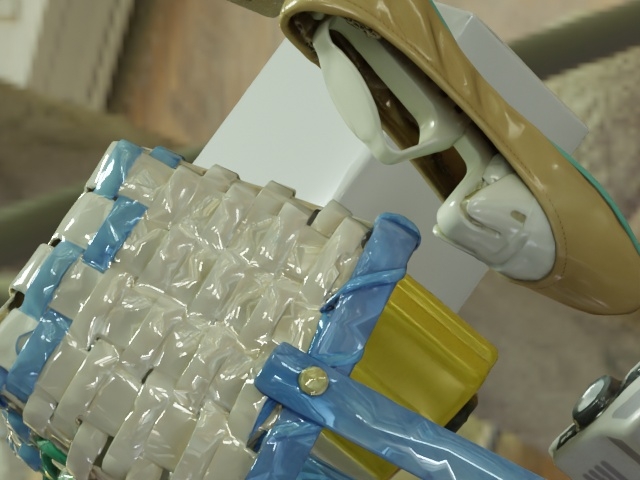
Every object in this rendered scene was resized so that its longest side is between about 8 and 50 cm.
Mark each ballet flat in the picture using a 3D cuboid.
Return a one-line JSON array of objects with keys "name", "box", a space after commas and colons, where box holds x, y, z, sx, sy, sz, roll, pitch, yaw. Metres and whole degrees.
[{"name": "ballet flat", "box": [0.063, -0.040, 0.943, 0.232, 0.073, 0.080, 50, 144, 1]}]

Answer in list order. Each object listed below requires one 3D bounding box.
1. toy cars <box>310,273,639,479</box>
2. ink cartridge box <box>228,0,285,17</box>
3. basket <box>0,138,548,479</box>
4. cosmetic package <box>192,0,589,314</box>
[{"name": "toy cars", "box": [0.109, 0.105, 1.079, 0.087, 0.394, 0.176, -59, -39, -63]}, {"name": "ink cartridge box", "box": [-0.098, -0.271, 1.332, 0.088, 0.235, 0.193, -35, 70, 20]}, {"name": "basket", "box": [-0.007, 0.093, 0.915, 0.255, 0.289, 0.201, 103, -169, -73]}, {"name": "cosmetic package", "box": [0.000, 0.000, 1.425, 0.365, 0.155, 0.197, -56, 35, -5]}]
